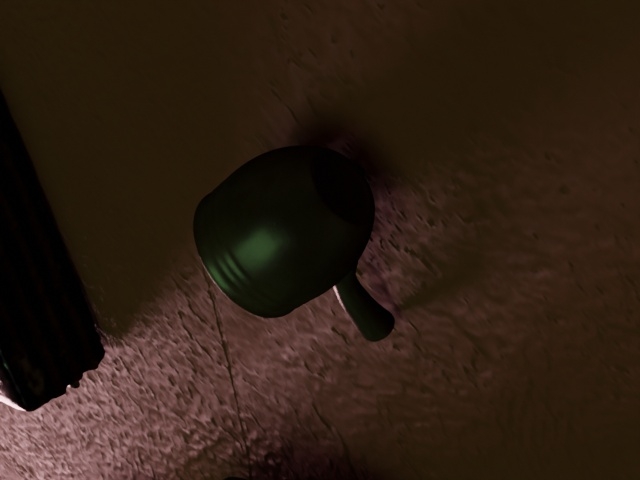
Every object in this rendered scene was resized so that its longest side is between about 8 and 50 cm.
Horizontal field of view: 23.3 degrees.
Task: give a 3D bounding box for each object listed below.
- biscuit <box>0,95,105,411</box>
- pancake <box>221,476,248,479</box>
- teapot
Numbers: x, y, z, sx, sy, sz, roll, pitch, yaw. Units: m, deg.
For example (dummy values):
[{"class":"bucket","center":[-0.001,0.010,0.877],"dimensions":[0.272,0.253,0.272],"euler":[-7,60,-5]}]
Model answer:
[{"class":"biscuit","center":[-0.222,-0.019,0.933],"dimensions":[0.106,0.070,0.252],"euler":[13,131,44]},{"class":"pancake","center":[0.020,0.216,0.879],"dimensions":[0.242,0.050,0.242],"euler":[34,154,19]},{"class":"teapot","center":[0.000,0.000,0.703],"dimensions":[0.110,0.085,0.080],"euler":[35,130,-26]}]
